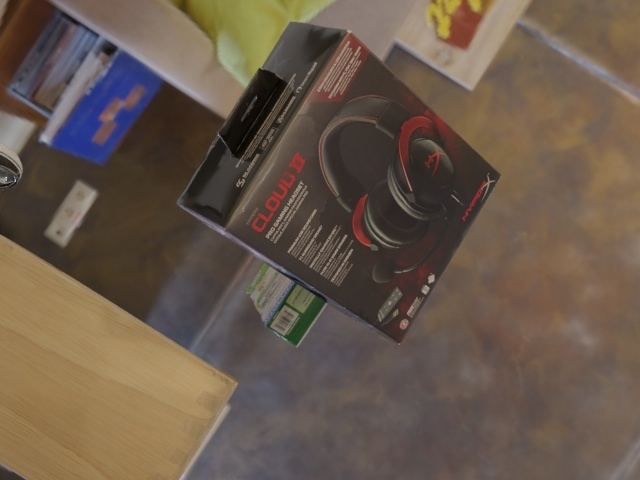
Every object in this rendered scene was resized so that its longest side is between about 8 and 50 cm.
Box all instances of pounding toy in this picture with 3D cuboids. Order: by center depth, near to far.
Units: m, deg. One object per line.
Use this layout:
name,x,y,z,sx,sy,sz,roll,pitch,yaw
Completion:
pounding toy,-0.102,0.081,0.411,0.100,0.130,0.141,-58,-179,-10

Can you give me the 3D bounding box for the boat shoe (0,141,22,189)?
boat shoe,-0.290,-0.059,0.725,0.049,0.040,0.142,-36,154,19

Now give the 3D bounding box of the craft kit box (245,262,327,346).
craft kit box,0.000,0.000,1.228,0.250,0.061,0.246,-55,-165,1

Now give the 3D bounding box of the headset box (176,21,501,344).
headset box,0.016,-0.060,0.931,0.110,0.293,0.218,25,-99,53
